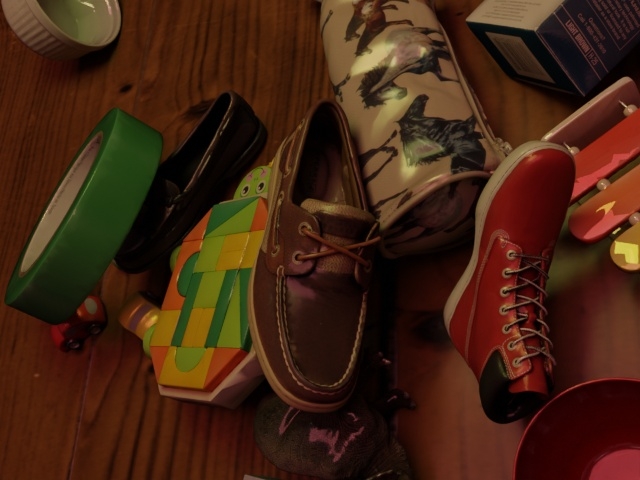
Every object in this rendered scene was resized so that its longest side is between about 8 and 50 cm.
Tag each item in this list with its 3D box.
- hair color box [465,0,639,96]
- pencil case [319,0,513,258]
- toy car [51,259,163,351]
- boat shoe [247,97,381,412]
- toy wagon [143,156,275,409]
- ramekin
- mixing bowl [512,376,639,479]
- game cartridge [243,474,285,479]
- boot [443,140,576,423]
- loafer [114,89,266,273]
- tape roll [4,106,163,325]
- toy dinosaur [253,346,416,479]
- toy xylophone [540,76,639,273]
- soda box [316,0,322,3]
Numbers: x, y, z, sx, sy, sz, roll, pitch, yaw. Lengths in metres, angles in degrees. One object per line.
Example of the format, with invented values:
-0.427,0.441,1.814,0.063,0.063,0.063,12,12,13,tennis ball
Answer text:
0.348,-0.330,0.792,0.347,0.105,0.174,-45,25,5,hair color box
0.111,-0.182,0.864,0.184,0.160,0.410,-24,58,19,pencil case
-0.306,0.052,1.062,0.239,0.053,0.224,-5,65,28,toy car
0.000,0.000,0.735,0.123,0.123,0.342,11,57,-13,boat shoe
-0.110,0.036,0.903,0.267,0.068,0.344,-7,62,45,toy wagon
-0.487,-0.435,1.317,0.109,0.207,0.207,-19,59,32,ramekin
0.269,0.219,0.616,0.181,0.098,0.181,-12,62,24,mixing bowl
-0.043,0.279,0.797,0.083,0.056,0.017,1,69,31,game cartridge
0.195,0.043,0.657,0.176,0.088,0.244,-99,20,-61,boot
-0.204,-0.091,1.016,0.109,0.095,0.302,31,74,32,loafer
-0.344,-0.037,1.027,0.321,0.077,0.321,-41,32,33,tape roll
-0.003,0.196,0.768,0.314,0.121,0.160,18,57,33,toy dinosaur
0.376,-0.040,0.689,0.236,0.081,0.322,-44,53,5,toy xylophone
0.032,-0.458,1.034,0.216,0.074,0.069,-64,28,25,soda box
